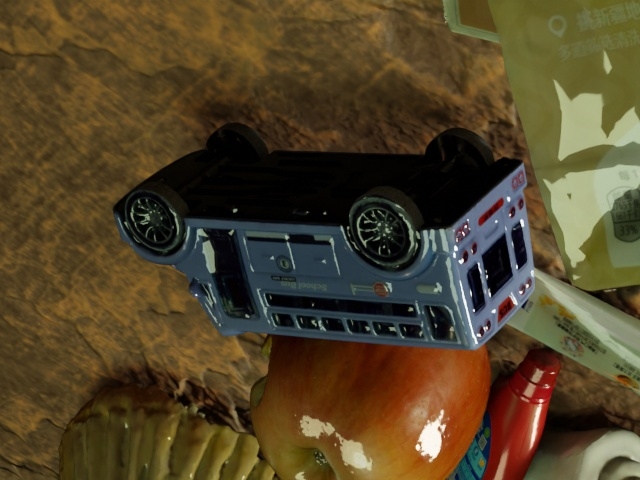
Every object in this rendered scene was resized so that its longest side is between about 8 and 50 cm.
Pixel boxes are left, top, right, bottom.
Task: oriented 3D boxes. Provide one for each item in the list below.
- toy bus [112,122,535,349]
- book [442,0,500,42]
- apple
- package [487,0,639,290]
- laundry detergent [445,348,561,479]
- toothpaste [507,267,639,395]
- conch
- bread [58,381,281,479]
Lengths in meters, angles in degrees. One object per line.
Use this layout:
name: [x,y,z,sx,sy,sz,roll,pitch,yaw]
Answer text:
toy bus: [0.000,0.000,1.414,0.292,0.125,0.133,3,117,34]
book: [0.182,-0.159,1.184,0.241,0.018,0.170,16,147,20]
apple: [0.034,0.119,1.534,0.199,0.199,0.199,20,147,14]
package: [0.270,-0.107,1.063,0.311,0.165,0.221,-9,101,40]
laundry detergent: [0.147,0.149,1.582,0.049,0.097,0.165,12,124,-18]
toothpaste: [0.269,0.106,1.459,0.314,0.058,0.056,28,-168,8]
conch: [0.208,0.200,1.598,0.104,0.094,0.176,1,171,-36]
bread: [-0.134,0.257,1.887,0.274,0.149,0.274,15,141,13]
